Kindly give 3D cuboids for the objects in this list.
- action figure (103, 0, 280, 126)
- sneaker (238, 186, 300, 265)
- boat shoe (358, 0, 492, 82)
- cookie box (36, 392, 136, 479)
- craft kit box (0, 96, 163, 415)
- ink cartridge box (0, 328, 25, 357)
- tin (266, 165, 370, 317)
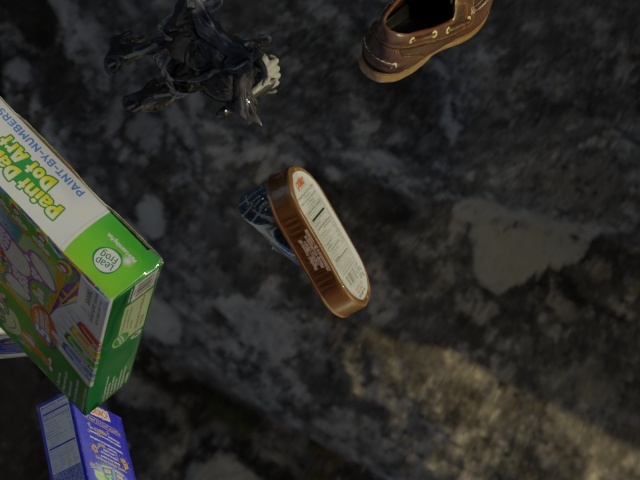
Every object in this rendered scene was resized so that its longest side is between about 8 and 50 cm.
[{"bbox_3d":[-0.130,-0.216,1.639,0.276,0.141,0.164,1,129,48],"label":"action figure"},{"bbox_3d":[-0.056,-0.013,1.760,0.135,0.052,0.058,47,164,38],"label":"sneaker"},{"bbox_3d":[0.120,-0.236,1.461,0.073,0.207,0.073,35,141,14],"label":"boat shoe"},{"bbox_3d":[-0.203,0.197,1.255,0.040,0.107,0.092,-26,148,12],"label":"cookie box"},{"bbox_3d":[-0.234,-0.006,1.083,0.246,0.061,0.250,47,153,11],"label":"craft kit box"},{"bbox_3d":[-0.474,0.126,2.015,0.371,0.176,0.069,145,120,-67],"label":"ink cartridge box"},{"bbox_3d":[0.000,0.000,1.661,0.040,0.106,0.189,-27,99,17],"label":"tin"}]
